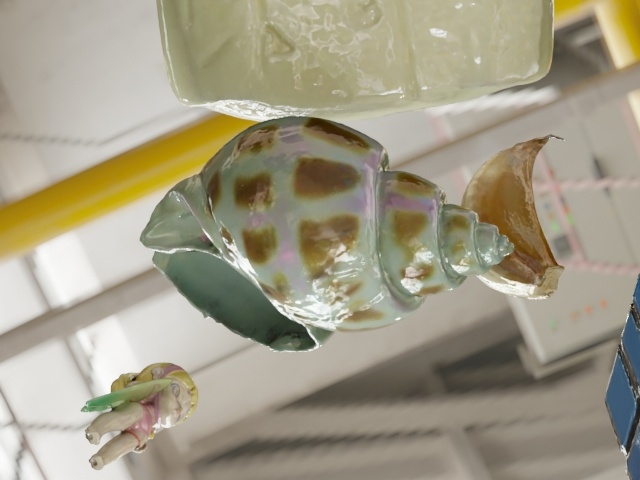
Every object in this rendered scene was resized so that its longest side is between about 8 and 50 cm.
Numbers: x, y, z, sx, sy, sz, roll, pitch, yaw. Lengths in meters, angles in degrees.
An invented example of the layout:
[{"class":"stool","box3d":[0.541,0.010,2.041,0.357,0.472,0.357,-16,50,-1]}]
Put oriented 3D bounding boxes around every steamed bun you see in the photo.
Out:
[{"class":"steamed bun","box3d":[0.036,-0.334,2.173,0.455,0.371,0.290,-4,-170,-3]}]

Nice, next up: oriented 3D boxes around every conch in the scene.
[{"class":"conch","box3d":[-0.001,0.000,1.856,0.197,0.249,0.368,-34,-137,-31]}]

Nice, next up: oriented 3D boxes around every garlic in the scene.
[{"class":"garlic","box3d":[0.218,-0.028,2.291,0.115,0.207,0.128,11,158,-30]}]

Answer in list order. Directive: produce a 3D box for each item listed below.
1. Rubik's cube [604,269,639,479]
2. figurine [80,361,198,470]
[{"class":"Rubik's cube","box3d":[0.492,0.178,2.043,0.293,0.288,0.283,-2,-137,-6]},{"class":"figurine","box3d":[-0.177,0.160,1.783,0.083,0.083,0.187,-16,-168,27]}]
